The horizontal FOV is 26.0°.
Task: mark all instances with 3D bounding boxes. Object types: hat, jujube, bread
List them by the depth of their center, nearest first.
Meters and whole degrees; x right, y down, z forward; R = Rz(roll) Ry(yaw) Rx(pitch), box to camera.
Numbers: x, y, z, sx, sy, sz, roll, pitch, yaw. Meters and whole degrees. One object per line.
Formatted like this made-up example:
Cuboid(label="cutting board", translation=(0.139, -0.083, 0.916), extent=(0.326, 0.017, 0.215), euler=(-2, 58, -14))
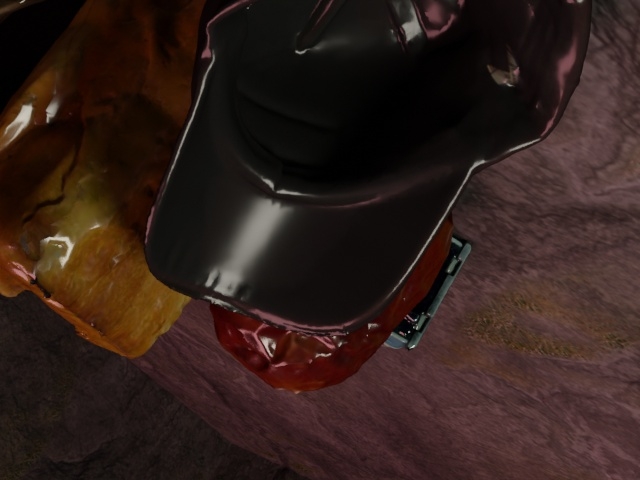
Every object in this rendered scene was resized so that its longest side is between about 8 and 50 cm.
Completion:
Cuboid(label="hat", translation=(0.005, -0.114, 0.916), extent=(0.238, 0.336, 0.209), euler=(23, -151, -29))
Cuboid(label="bread", translation=(-0.119, -0.094, 1.007), extent=(0.148, 0.344, 0.195), euler=(28, 167, 39))
Cuboid(label="jujube", translation=(0.012, 0.022, 1.270), extent=(0.174, 0.250, 0.174), euler=(34, 163, 12))

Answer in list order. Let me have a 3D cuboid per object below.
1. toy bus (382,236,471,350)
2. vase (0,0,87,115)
Cuboid(label="toy bus", translation=(0.000, 0.000, 1.444), extent=(0.271, 0.133, 0.165), euler=(31, 168, 0))
Cuboid(label="vase", translation=(-0.228, -0.190, 1.164), extent=(0.329, 0.241, 0.302), euler=(-2, -150, -44))
